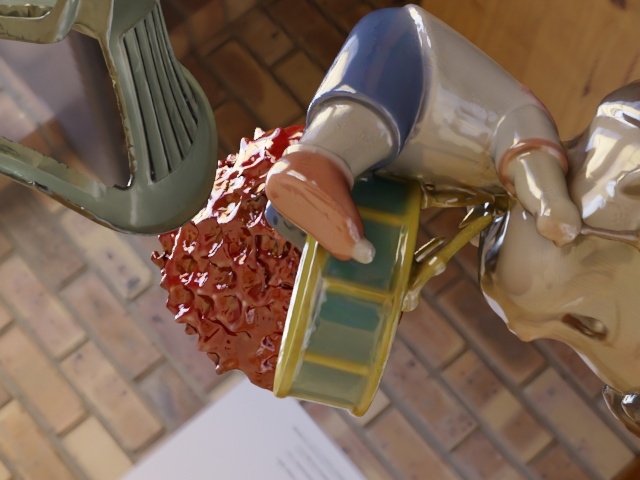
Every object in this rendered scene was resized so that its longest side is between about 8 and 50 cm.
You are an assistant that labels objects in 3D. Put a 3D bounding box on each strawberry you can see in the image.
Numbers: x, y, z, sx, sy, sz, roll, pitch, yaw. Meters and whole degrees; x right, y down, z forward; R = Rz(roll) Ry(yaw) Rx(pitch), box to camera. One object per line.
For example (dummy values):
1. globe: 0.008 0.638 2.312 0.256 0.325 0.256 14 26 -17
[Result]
1. strawberry: 0.000 0.000 1.022 0.234 0.234 0.178 50 151 4

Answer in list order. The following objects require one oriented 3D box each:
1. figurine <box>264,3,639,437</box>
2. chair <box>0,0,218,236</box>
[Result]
1. figurine: 0.112 0.008 0.498 0.276 0.158 0.161 12 180 1
2. chair: -0.153 -0.156 0.795 0.191 0.203 0.274 14 127 9
